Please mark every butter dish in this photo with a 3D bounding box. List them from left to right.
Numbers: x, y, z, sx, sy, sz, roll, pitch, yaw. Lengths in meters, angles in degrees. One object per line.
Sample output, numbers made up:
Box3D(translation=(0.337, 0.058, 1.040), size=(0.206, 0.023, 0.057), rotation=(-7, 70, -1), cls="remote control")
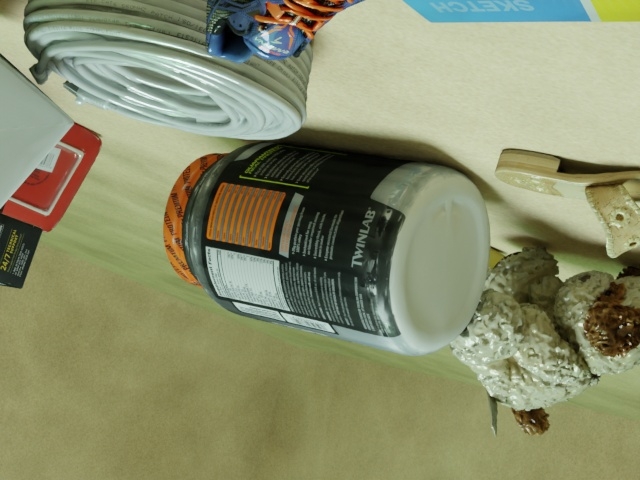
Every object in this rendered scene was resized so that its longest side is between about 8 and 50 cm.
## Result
Box3D(translation=(-0.409, -0.117, 1.848), size=(0.160, 0.159, 0.118), rotation=(25, -169, -38), cls="butter dish")

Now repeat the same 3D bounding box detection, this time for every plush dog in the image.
Box3D(translation=(0.300, 0.111, 1.567), size=(0.225, 0.210, 0.262), rotation=(-21, -173, 28), cls="plush dog")

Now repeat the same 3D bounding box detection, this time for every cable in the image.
Box3D(translation=(-0.130, -0.163, 1.170), size=(0.257, 0.089, 0.257), rotation=(17, 171, -5), cls="cable")

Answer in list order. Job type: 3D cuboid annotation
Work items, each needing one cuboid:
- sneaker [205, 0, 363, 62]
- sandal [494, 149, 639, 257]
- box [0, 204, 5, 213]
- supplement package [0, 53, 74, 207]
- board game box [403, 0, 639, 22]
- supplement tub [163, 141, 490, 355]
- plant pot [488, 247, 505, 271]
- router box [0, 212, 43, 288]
Box3D(translation=(-0.015, -0.166, 0.936), size=(0.083, 0.087, 0.221), rotation=(21, 170, -25), cls="sneaker")
Box3D(translation=(0.270, -0.023, 1.260), size=(0.240, 0.079, 0.088), rotation=(12, 169, 29), cls="sandal")
Box3D(translation=(-0.486, -0.149, 1.649), size=(0.167, 0.168, 0.203), rotation=(12, 170, 30), cls="box")
Box3D(translation=(-0.372, -0.125, 1.222), size=(0.177, 0.175, 0.293), rotation=(41, 178, -27), cls="supplement package")
Box3D(translation=(0.116, -0.185, 0.654), size=(0.317, 0.064, 0.242), rotation=(8, 167, 44), cls="board game box")
Box3D(translation=(0.000, 0.000, 1.504), size=(0.338, 0.207, 0.207), rotation=(11, 169, 37), cls="supplement tub")
Box3D(translation=(0.177, 0.035, 1.782), size=(0.083, 0.081, 0.081), rotation=(33, 165, -27), cls="plant pot")
Box3D(translation=(-0.513, -0.022, 1.661), size=(0.243, 0.081, 0.309), rotation=(23, 169, -29), cls="router box")
